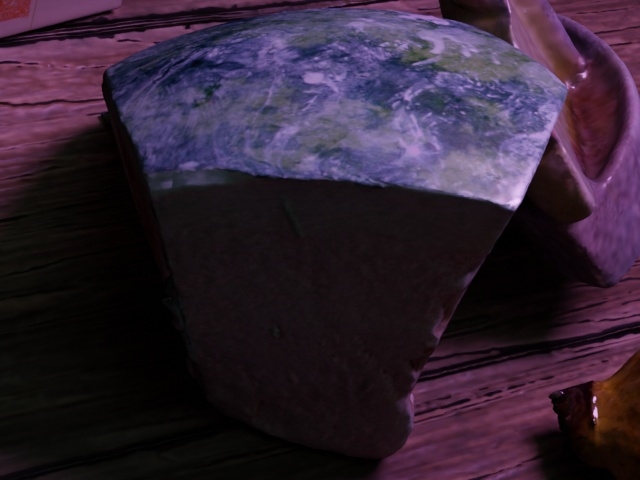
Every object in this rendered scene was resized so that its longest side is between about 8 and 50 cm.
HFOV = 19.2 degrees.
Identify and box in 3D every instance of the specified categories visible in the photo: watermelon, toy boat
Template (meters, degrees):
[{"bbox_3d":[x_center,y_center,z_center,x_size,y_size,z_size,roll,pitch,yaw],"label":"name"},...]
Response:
[{"bbox_3d":[0.000,0.000,1.071,0.228,0.258,0.387,-13,13,-15],"label":"watermelon"},{"bbox_3d":[0.125,-0.110,1.174,0.293,0.111,0.276,52,23,-45],"label":"toy boat"}]

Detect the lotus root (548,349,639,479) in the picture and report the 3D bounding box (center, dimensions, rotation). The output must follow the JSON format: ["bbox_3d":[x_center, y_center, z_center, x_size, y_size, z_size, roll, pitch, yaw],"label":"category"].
[{"bbox_3d":[0.265,0.114,1.118,0.260,0.128,0.145,5,40,2],"label":"lotus root"}]

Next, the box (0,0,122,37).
[{"bbox_3d":[-0.203,-0.190,1.163,0.201,0.141,0.058,-19,56,-37],"label":"box"}]
